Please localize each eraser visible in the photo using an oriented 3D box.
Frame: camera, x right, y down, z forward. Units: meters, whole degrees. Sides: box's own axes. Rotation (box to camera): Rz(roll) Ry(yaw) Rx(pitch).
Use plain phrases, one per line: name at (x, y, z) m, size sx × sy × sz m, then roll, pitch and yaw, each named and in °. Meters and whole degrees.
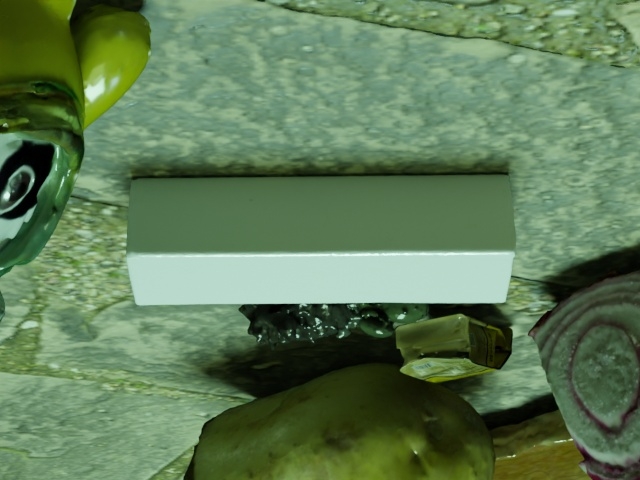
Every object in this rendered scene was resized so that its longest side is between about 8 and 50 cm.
eraser at (0.000, 0.000, 1.180) m, size 0.298 × 0.076 × 0.078 m, roll 0°, pitch 147°, yaw 1°

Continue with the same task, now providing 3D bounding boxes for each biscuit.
biscuit at (0.287, 0.233, 1.561) m, size 0.376 × 0.051 × 0.269 m, roll -21°, pitch 144°, yaw 30°

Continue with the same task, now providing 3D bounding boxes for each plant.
plant at (0.014, 0.050, 1.258) m, size 0.174 × 0.085 × 0.087 m, roll -2°, pitch 127°, yaw -14°

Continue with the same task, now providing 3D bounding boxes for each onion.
onion at (0.321, 0.129, 1.270) m, size 0.206 × 0.216 × 0.207 m, roll -30°, pitch 150°, yaw 21°

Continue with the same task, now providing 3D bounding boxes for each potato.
potato at (0.040, 0.218, 1.407) m, size 0.285 × 0.243 × 0.242 m, roll 31°, pitch 137°, yaw -28°

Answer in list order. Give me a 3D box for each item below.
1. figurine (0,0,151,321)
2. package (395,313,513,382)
figurine at (-0.277, -0.061, 0.976) m, size 0.323 × 0.231 × 0.340 m, roll -10°, pitch 146°, yaw -33°
package at (0.122, 0.098, 1.322) m, size 0.071 × 0.047 × 0.131 m, roll -15°, pitch 163°, yaw 22°
